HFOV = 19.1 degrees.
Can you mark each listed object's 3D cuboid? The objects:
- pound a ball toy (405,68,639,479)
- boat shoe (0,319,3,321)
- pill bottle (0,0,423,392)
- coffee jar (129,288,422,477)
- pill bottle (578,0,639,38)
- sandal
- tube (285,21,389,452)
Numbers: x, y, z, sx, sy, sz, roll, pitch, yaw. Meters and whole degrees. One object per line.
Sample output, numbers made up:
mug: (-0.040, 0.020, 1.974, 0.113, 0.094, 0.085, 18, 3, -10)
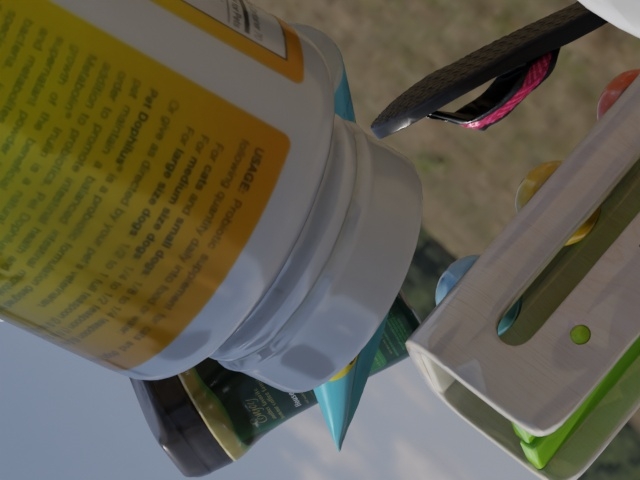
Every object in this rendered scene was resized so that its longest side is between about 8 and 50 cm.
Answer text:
pound a ball toy: (0.184, -0.033, 1.128, 0.136, 0.319, 0.208, 37, 170, 24)
boat shoe: (-0.200, -0.098, 0.886, 0.136, 0.156, 0.367, 35, 134, 29)
pill bottle: (-0.079, -0.035, 0.549, 0.215, 0.117, 0.117, 28, -172, -24)
coffee jar: (-0.031, 0.071, 1.221, 0.079, 0.184, 0.096, 59, 179, -42)
pill bottle: (0.260, -0.254, 0.897, 0.224, 0.224, 0.392, 43, -135, 10)
sandal: (0.115, -0.098, 1.135, 0.040, 0.179, 0.067, 63, 179, -14)
tube: (0.000, 0.000, 0.775, 0.052, 0.080, 0.207, 13, 148, 21)
